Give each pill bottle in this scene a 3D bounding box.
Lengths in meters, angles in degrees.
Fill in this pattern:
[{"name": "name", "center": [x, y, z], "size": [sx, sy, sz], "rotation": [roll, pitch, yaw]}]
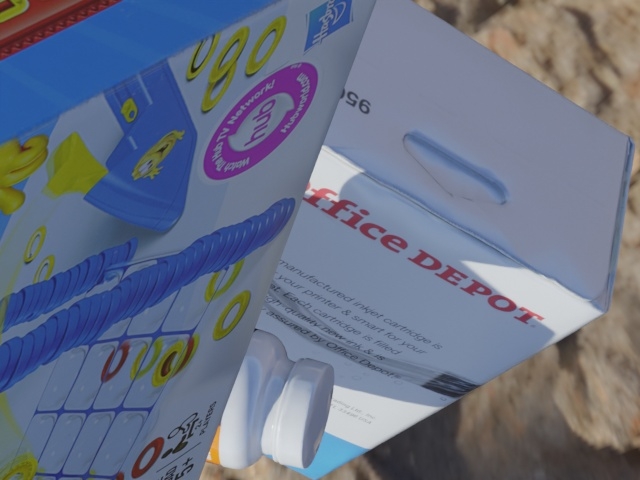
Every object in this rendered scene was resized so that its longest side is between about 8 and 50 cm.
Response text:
[{"name": "pill bottle", "center": [-0.073, 0.088, 1.149], "size": [0.152, 0.086, 0.086], "rotation": [13, 102, 12]}]

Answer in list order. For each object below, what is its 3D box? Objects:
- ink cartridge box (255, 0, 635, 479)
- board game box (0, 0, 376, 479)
[{"name": "ink cartridge box", "center": [0.000, 0.000, 1.435], "size": [0.285, 0.166, 0.395], "rotation": [29, 144, -20]}, {"name": "board game box", "center": [-0.147, 0.057, 0.504], "size": [0.086, 0.302, 0.308], "rotation": [43, 142, 18]}]
